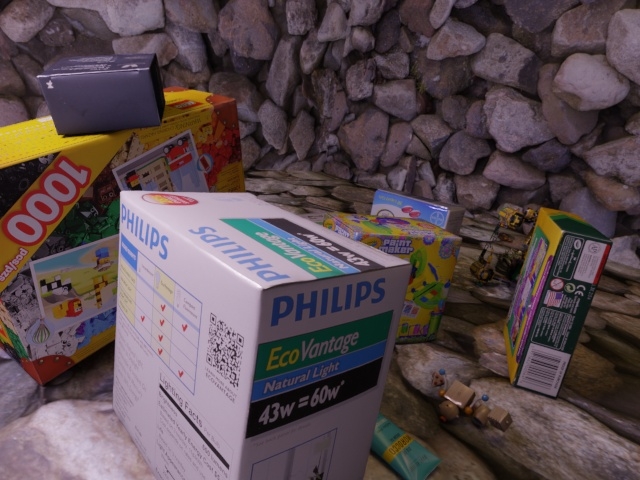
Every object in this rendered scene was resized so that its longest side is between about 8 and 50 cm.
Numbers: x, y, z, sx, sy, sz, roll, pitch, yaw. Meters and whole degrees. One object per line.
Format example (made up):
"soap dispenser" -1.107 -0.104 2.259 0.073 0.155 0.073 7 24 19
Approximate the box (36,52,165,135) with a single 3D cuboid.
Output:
"box" -0.344 -0.244 0.747 0.156 0.093 0.158 -8 31 -11

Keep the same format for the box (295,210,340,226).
"box" -0.015 -0.063 1.843 0.233 0.058 0.322 -5 11 -7

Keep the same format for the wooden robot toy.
"wooden robot toy" 0.258 0.314 0.852 0.079 0.076 0.173 -41 42 -23

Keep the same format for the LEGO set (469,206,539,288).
"LEGO set" 0.698 0.057 1.579 0.255 0.331 0.192 27 12 -19

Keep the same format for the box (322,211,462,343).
"box" 0.151 0.092 1.125 0.290 0.278 0.177 3 18 -25

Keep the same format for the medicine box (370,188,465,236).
"medicine box" 0.297 -0.001 1.514 0.264 0.288 0.149 20 17 33

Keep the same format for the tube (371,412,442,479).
"tube" 0.092 0.314 0.752 0.207 0.052 0.080 30 34 35

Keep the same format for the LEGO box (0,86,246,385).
"LEGO box" -0.384 -0.047 0.870 0.193 0.372 0.500 20 38 31

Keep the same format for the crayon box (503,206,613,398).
"crayon box" 0.539 0.127 1.083 0.106 0.362 0.313 15 17 16

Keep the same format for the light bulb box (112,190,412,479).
"light bulb box" -0.111 0.146 0.629 0.226 0.360 0.358 -6 23 -43
